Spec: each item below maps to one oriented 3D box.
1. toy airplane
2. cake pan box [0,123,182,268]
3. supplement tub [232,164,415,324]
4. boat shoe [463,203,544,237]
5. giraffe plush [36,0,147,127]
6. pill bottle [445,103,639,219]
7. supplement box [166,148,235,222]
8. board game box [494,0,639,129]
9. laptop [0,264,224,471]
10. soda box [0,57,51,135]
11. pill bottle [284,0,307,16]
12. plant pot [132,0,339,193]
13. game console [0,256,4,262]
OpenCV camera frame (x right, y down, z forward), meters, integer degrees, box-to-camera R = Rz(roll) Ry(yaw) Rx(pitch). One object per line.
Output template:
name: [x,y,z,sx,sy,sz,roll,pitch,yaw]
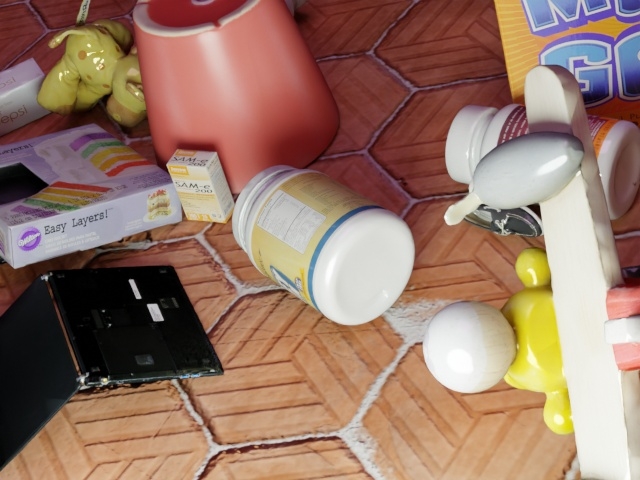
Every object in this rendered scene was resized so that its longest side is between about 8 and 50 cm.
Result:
toy airplane: [0.232,0.090,1.228,0.272,0.384,0.386,-7,40,-3]
cake pan box: [-0.363,-0.066,1.831,0.267,0.070,0.246,-17,32,-32]
supplement tub: [0.000,0.000,1.612,0.144,0.144,0.200,-36,42,-22]
boat shoe: [0.219,-0.026,1.640,0.038,0.046,0.125,-36,39,-22]
giraffe plush: [-0.302,-0.247,2.028,0.170,0.210,0.181,35,53,11]
pill bottle: [0.273,-0.102,1.652,0.221,0.121,0.121,14,48,33]
supplement box: [-0.158,-0.072,1.794,0.062,0.098,0.036,5,44,26]
board game box: [0.399,-0.380,1.748,0.356,0.356,0.356,-9,39,11]
laptop: [-0.283,0.150,1.644,0.264,0.136,0.234,-3,34,-23]
soda box: [-0.528,-0.203,2.115,0.216,0.069,0.074,-28,39,-12]
pill bottle: [-0.110,-0.357,2.112,0.108,0.108,0.193,23,54,39]
plant pot: [-0.132,-0.239,1.872,0.275,0.243,0.275,-10,38,8]
game console: [-0.421,-0.009,1.835,0.122,0.071,0.107,-18,-1,0]
